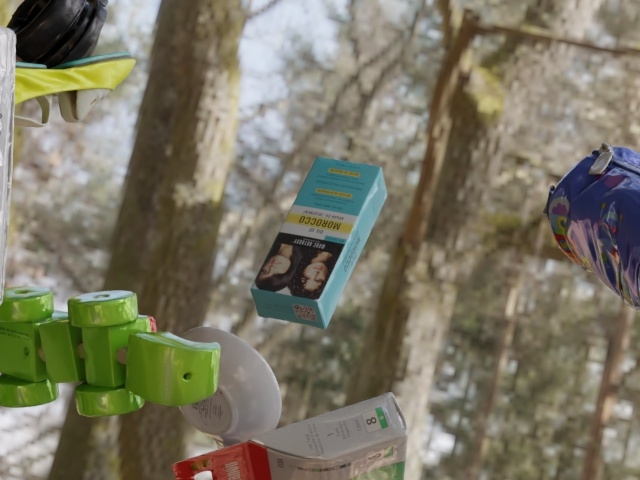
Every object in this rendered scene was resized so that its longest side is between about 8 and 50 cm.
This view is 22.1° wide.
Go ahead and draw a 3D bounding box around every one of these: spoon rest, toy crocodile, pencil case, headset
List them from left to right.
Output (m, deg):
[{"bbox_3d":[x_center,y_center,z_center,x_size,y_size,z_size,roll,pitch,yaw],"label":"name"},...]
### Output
[{"bbox_3d":[-0.353,-0.318,2.020,0.394,0.243,0.185,-26,20,-20],"label":"headset"},{"bbox_3d":[-0.239,0.104,1.611,0.340,0.115,0.105,1,9,43],"label":"toy crocodile"},{"bbox_3d":[-0.110,0.209,1.778,0.137,0.084,0.276,23,-55,21],"label":"spoon rest"},{"bbox_3d":[0.289,0.001,1.364,0.119,0.133,0.306,-21,17,-5],"label":"pencil case"}]

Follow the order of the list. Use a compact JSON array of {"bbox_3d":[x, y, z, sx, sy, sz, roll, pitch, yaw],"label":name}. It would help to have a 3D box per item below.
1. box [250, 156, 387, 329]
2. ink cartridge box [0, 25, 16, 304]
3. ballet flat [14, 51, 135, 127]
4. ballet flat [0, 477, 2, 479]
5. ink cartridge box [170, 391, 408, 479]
[{"bbox_3d":[0.000,0.000,2.188,0.100,0.244,0.060,10,-38,21],"label":"box"},{"bbox_3d":[-0.351,-0.030,1.092,0.198,0.197,0.270,12,-23,-33],"label":"ink cartridge box"},{"bbox_3d":[-0.304,-0.169,1.861,0.077,0.077,0.231,-8,2,45],"label":"ballet flat"},{"bbox_3d":[-0.375,0.178,1.513,0.400,0.139,0.139,55,-15,6],"label":"ballet flat"},{"bbox_3d":[-0.026,0.234,1.624,0.224,0.056,0.181,-19,-24,-8],"label":"ink cartridge box"}]
